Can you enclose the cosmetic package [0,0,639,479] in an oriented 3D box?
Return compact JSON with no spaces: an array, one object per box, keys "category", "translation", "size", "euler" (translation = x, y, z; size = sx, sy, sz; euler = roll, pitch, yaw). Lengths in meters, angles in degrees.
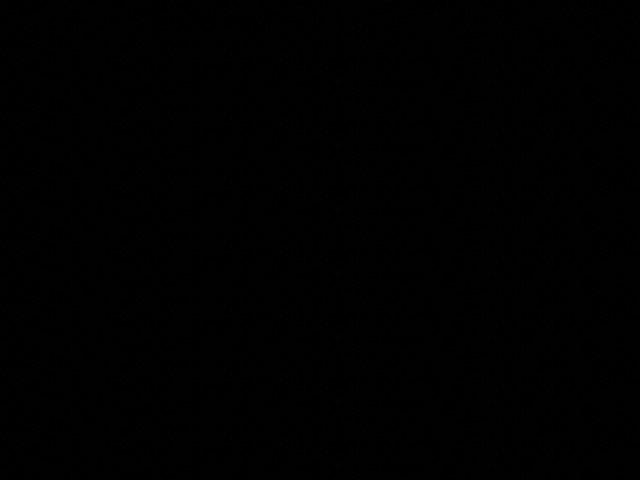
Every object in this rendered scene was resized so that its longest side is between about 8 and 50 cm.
[{"category":"cosmetic package","translation":[0.039,-0.077,0.212],"size":[0.393,0.328,0.329],"euler":[126,130,-79]}]
